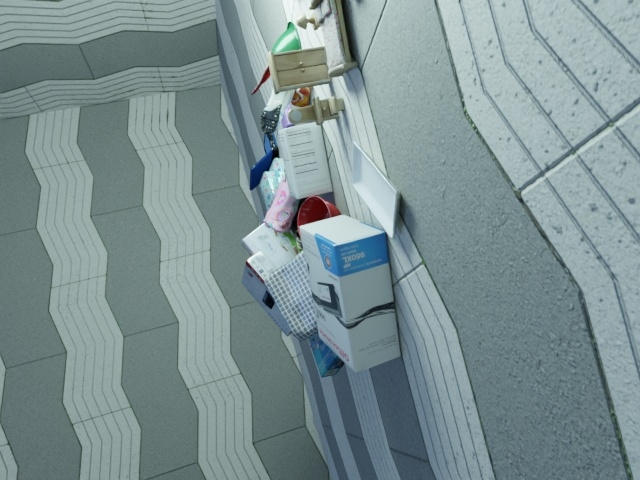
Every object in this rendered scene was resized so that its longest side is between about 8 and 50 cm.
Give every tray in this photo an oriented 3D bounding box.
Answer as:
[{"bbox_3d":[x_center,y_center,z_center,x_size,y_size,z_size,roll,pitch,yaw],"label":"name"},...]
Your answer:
[{"bbox_3d":[0.145,-0.139,1.246,0.270,0.030,0.145,-118,20,-47],"label":"tray"}]

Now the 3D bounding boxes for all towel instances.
[{"bbox_3d":[-0.050,0.190,1.723,0.284,0.235,0.121,59,-152,10],"label":"towel"}]

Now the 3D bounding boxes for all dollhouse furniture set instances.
[{"bbox_3d":[-0.019,-0.474,1.272,0.355,0.173,0.304,-157,54,-74],"label":"dollhouse furniture set"}]

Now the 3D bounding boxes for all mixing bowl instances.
[{"bbox_3d":[0.012,-0.063,1.660,0.181,0.098,0.182,4,95,50],"label":"mixing bowl"}]

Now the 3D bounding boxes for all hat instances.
[{"bbox_3d":[-0.173,-0.655,1.698,0.173,0.183,0.209,-170,67,-75],"label":"hat"}]

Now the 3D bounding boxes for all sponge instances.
[{"bbox_3d":[-0.160,-0.582,2.050,0.117,0.031,0.210,163,94,-77],"label":"sponge"}]

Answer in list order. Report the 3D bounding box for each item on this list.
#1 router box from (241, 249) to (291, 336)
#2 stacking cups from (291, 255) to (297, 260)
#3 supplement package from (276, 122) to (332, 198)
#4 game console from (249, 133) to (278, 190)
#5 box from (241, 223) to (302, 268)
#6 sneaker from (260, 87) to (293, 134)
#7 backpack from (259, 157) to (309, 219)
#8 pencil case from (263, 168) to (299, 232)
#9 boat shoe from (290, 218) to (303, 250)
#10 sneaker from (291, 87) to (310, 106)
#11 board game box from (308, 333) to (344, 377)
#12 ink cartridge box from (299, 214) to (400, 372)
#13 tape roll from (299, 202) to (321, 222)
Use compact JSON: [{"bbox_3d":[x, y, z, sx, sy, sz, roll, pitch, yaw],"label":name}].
[{"bbox_3d":[-0.199,0.239,2.082,0.335,0.082,0.301,48,155,10],"label":"router box"},{"bbox_3d":[-0.050,0.187,1.944,0.316,0.095,0.096,-111,14,-52],"label":"stacking cups"},{"bbox_3d":[-0.057,-0.284,1.700,0.139,0.133,0.244,-145,43,-71],"label":"supplement package"},{"bbox_3d":[-0.325,-0.446,2.559,0.293,0.173,0.250,120,134,-70],"label":"game console"},{"bbox_3d":[-0.190,0.039,2.188,0.262,0.231,0.127,49,165,2],"label":"box"},{"bbox_3d":[-0.145,-0.485,1.698,0.085,0.086,0.237,33,115,22],"label":"sneaker"},{"bbox_3d":[-0.161,-0.231,2.096,0.225,0.190,0.254,124,139,-61],"label":"backpack"},{"bbox_3d":[-0.131,-0.173,1.895,0.284,0.124,0.124,-68,24,12],"label":"pencil case"},{"bbox_3d":[-0.083,-0.032,1.925,0.152,0.056,0.049,65,152,29],"label":"boat shoe"},{"bbox_3d":[-0.063,-0.521,1.688,0.175,0.064,0.068,149,129,-72],"label":"sneaker"},{"bbox_3d":[0.021,0.366,2.029,0.336,0.079,0.254,68,148,33],"label":"board game box"},{"bbox_3d":[0.086,0.149,1.445,0.285,0.166,0.395,-152,49,-65],"label":"ink cartridge box"},{"bbox_3d":[0.000,0.000,1.882,0.321,0.077,0.322,167,90,-77],"label":"tape roll"}]
